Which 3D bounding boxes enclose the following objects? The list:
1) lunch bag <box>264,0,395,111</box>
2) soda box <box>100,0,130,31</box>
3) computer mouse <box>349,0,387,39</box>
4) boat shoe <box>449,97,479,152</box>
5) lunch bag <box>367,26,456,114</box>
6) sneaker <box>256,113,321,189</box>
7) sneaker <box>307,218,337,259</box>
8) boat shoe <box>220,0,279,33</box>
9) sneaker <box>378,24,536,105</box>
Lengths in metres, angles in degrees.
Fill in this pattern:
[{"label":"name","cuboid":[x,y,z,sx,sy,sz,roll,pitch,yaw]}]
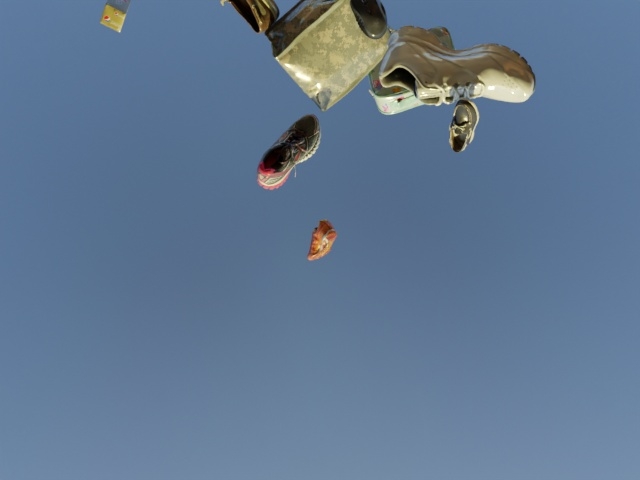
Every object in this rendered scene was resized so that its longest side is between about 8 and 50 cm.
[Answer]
[{"label":"lunch bag","cuboid":[0.035,-0.540,1.151,0.287,0.235,0.169,-33,-129,19]},{"label":"soda box","cuboid":[-0.626,-0.707,1.315,0.058,0.181,0.061,18,-56,-31]},{"label":"computer mouse","cuboid":[0.085,-0.582,0.986,0.071,0.041,0.242,-29,-80,8]},{"label":"boat shoe","cuboid":[0.259,-0.209,0.789,0.046,0.125,0.038,33,-102,22]},{"label":"lunch bag","cuboid":[0.280,-0.513,1.322,0.278,0.108,0.224,-15,-113,15]},{"label":"sneaker","cuboid":[-0.096,-0.300,1.411,0.120,0.112,0.299,32,-105,6]},{"label":"sneaker","cuboid":[0.000,0.000,1.282,0.064,0.175,0.068,-13,-119,-32]},{"label":"boat shoe","cuboid":[-0.218,-0.634,1.070,0.257,0.095,0.095,40,-108,-22]},{"label":"sneaker","cuboid":[0.250,-0.307,0.821,0.296,0.111,0.129,21,-111,20]}]
